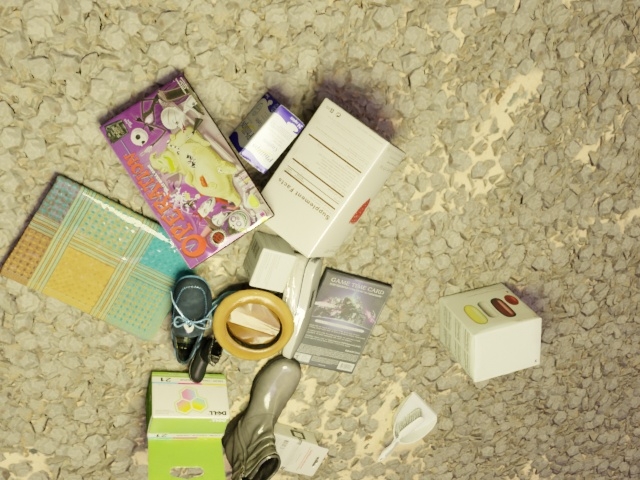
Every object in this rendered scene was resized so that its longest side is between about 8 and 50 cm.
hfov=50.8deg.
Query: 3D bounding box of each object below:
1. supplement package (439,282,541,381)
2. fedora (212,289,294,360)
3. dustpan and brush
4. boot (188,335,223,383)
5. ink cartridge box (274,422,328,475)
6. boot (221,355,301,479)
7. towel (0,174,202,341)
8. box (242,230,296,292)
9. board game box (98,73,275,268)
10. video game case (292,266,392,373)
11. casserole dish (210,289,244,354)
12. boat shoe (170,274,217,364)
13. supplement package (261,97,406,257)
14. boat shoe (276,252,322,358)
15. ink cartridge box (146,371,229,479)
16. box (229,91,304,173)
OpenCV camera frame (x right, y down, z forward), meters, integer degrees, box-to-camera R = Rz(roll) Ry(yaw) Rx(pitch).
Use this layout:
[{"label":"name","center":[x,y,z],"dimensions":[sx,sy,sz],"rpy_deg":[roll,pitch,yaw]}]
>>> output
[{"label":"supplement package","center":[0.446,0.238,1.790],"dimensions":[0.194,0.203,0.149],"rpy_deg":[-13,117,-12]},{"label":"fedora","center":[-0.160,0.191,1.605],"dimensions":[0.194,0.079,0.194],"rpy_deg":[-3,110,-8]},{"label":"dustpan and brush","center":[0.237,0.555,1.948],"dimensions":[0.211,0.060,0.147],"rpy_deg":[-41,119,3]},{"label":"boot","center":[-0.274,0.287,1.621],"dimensions":[0.045,0.099,0.121],"rpy_deg":[20,76,-29]},{"label":"ink cartridge box","center":[-0.081,0.575,1.856],"dimensions":[0.180,0.060,0.104],"rpy_deg":[24,104,-25]},{"label":"boot","center":[-0.130,0.478,1.700],"dimensions":[0.118,0.223,0.338],"rpy_deg":[23,107,-24]},{"label":"towel","center":[-0.476,0.048,1.507],"dimensions":[0.370,0.040,0.271],"rpy_deg":[30,102,-25]},{"label":"box","center":[-0.121,0.050,1.582],"dimensions":[0.087,0.101,0.102],"rpy_deg":[14,110,-23]},{"label":"board game box","center":[-0.273,-0.141,1.390],"dimensions":[0.208,0.056,0.347],"rpy_deg":[-34,90,3]},{"label":"video game case","center":[0.049,0.214,1.755],"dimensions":[0.196,0.026,0.274],"rpy_deg":[16,107,-23]},{"label":"casserole dish","center":[-0.206,0.198,1.660],"dimensions":[0.114,0.037,0.188],"rpy_deg":[-19,117,-9]},{"label":"boat shoe","center":[-0.293,0.190,1.553],"dimensions":[0.109,0.089,0.258],"rpy_deg":[2,134,-6]},{"label":"supplement package","center":[0.020,-0.128,1.468],"dimensions":[0.175,0.177,0.293],"rpy_deg":[38,102,15]},{"label":"boat shoe","center":[-0.069,0.159,1.656],"dimensions":[0.088,0.096,0.268],"rpy_deg":[18,111,14]},{"label":"ink cartridge box","center":[-0.314,0.447,1.606],"dimensions":[0.188,0.255,0.097],"rpy_deg":[6,129,-20]},{"label":"box","center":[-0.118,-0.233,1.441],"dimensions":[0.072,0.126,0.137],"rpy_deg":[37,98,-29]}]
